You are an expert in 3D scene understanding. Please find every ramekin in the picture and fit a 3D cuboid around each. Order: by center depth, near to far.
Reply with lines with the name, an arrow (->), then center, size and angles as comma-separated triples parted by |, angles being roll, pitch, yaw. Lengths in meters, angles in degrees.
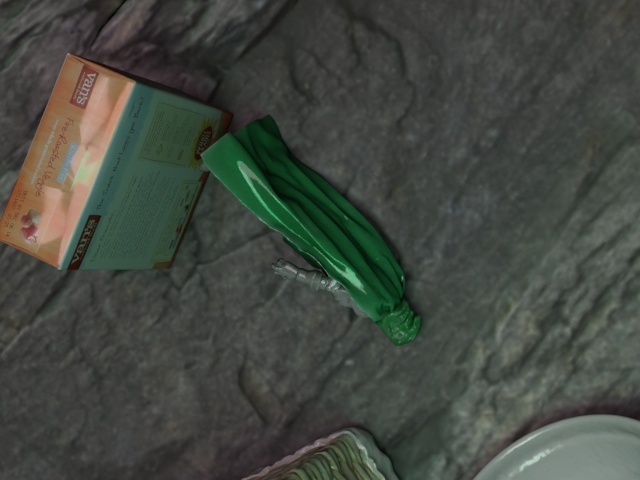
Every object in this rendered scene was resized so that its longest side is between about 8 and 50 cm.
ramekin -> 0.206, 0.247, 1.031 | 0.207, 0.207, 0.109 | -30, 119, 12

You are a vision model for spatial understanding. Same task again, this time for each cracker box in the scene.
cracker box -> -0.164, -0.058, 1.112 | 0.067, 0.232, 0.156 | 25, 95, 13

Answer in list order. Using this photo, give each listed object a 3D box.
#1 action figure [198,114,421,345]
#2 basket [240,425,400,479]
action figure -> 0.000, 0.000, 1.141 | 0.232, 0.137, 0.063 | 46, 123, 2
basket -> -0.054, 0.370, 1.063 | 0.328, 0.266, 0.331 | -31, 80, 13
